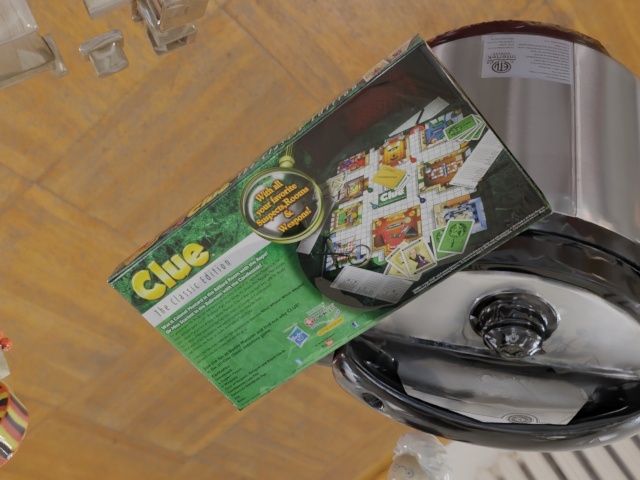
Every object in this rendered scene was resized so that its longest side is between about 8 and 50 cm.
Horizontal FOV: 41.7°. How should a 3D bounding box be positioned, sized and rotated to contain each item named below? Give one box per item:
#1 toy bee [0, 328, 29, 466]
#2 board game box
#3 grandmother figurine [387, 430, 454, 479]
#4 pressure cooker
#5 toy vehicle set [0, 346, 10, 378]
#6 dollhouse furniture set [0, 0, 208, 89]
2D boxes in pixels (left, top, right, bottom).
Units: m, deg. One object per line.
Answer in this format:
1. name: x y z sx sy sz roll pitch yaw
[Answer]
1. toy bee: -0.514 0.203 1.243 0.162 0.298 0.195 -49 157 -25
2. board game box: 0.000 0.000 0.541 0.260 0.030 0.136 -34 111 20
3. grandmother figurine: 0.080 0.404 1.053 0.342 0.208 0.104 -65 149 -17
4. pressure cooker: 0.187 0.022 0.908 0.370 0.420 0.375 -22 132 37
5. toy vehicle set: -0.433 0.161 0.740 0.267 0.035 0.166 -27 169 1
6. dollhouse furniture set: -0.296 -0.216 0.732 0.355 0.303 0.174 -25 95 -10
